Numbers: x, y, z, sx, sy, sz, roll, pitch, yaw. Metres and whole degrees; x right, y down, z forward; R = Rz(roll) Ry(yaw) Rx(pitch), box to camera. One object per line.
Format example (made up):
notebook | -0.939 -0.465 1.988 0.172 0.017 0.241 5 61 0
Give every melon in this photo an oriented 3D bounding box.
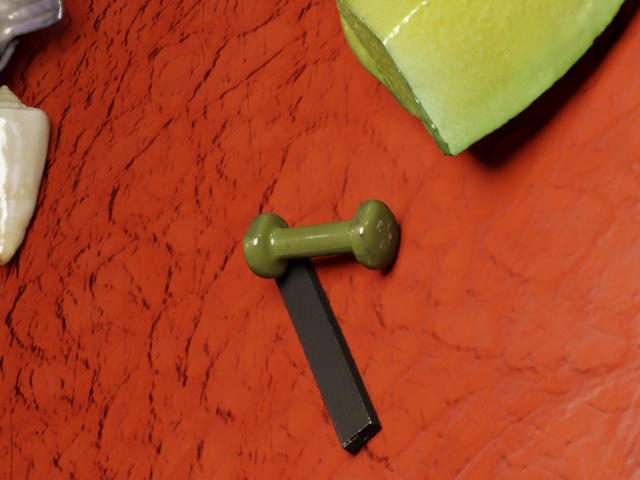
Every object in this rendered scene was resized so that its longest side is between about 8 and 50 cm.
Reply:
melon | 0.153 -0.224 1.308 0.323 0.124 0.196 -46 41 7

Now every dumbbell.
dumbbell | 0.000 0.000 1.371 0.118 0.046 0.052 -5 50 34

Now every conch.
conch | -0.296 -0.060 1.735 0.104 0.094 0.176 -16 81 25

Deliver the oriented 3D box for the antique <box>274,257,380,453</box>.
antique | 0.003 0.077 1.357 0.031 0.015 0.192 -41 43 17

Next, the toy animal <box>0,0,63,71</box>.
toy animal | -0.375 -0.162 1.731 0.298 0.122 0.185 -41 0 -9
